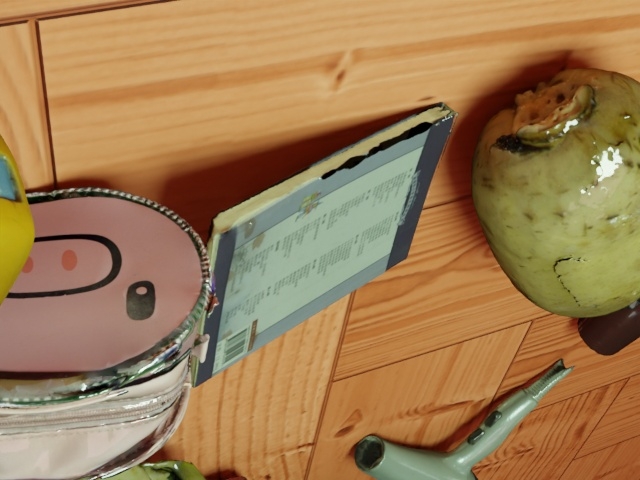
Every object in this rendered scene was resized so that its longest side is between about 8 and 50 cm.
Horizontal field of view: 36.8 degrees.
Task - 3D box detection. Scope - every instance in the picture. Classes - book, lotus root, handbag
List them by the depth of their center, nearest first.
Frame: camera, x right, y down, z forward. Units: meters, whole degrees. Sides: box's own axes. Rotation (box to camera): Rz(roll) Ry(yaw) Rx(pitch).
[{"bbox_3d":[-0.168,0.058,0.582,0.205,0.179,0.116,-3,132,-12],"label":"handbag"},{"bbox_3d":[-0.001,-0.001,0.694,0.231,0.026,0.157,-29,149,-36],"label":"book"},{"bbox_3d":[0.211,-0.027,0.771,0.160,0.146,0.284,-16,143,18],"label":"lotus root"}]

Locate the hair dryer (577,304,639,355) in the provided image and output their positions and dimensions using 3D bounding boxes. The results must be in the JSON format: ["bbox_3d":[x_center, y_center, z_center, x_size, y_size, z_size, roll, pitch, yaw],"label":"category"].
[{"bbox_3d":[0.453,-0.017,1.021,0.340,0.123,0.312,-24,159,-25],"label":"hair dryer"}]

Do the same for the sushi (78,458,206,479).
[{"bbox_3d":[-0.230,0.268,0.852,0.291,0.139,0.131,-15,150,-20],"label":"sushi"}]

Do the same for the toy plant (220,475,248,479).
[{"bbox_3d":[-0.180,0.399,0.955,0.356,0.317,0.210,-22,105,-10],"label":"toy plant"}]

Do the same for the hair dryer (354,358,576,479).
[{"bbox_3d":[0.158,0.231,1.158,0.229,0.092,0.267,13,115,-37],"label":"hair dryer"}]

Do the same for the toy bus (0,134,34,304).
[{"bbox_3d":[-0.220,0.019,0.422,0.209,0.136,0.126,-51,155,20],"label":"toy bus"}]
